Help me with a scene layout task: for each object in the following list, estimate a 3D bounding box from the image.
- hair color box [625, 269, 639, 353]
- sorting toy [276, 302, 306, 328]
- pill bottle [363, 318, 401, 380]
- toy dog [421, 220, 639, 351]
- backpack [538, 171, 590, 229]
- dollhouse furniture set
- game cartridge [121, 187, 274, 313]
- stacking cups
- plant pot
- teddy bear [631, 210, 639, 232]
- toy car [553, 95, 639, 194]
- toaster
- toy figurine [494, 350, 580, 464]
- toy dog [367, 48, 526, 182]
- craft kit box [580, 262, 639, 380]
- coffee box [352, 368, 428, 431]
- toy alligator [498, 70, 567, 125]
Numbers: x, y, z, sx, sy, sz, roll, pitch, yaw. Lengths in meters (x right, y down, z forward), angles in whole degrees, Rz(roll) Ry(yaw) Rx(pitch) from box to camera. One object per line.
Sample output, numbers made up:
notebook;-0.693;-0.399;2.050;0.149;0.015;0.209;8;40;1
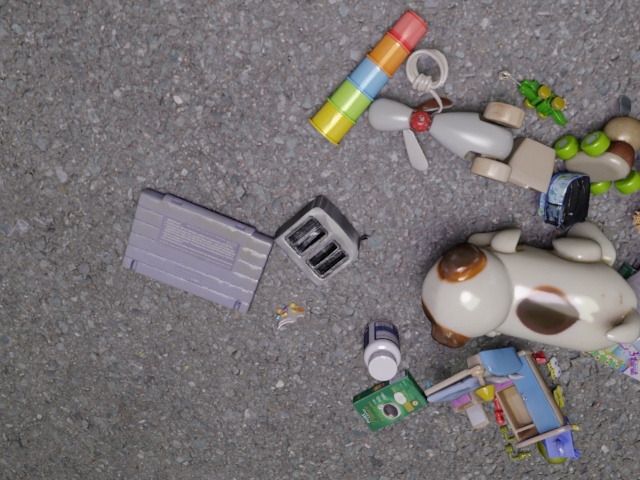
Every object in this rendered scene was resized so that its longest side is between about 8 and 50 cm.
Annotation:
hair color box;0.821;0.092;1.074;0.113;0.185;0.374;40;114;-13
sorting toy;-0.088;0.207;1.337;0.083;0.075;0.045;-27;105;13
pill bottle;0.157;0.280;1.289;0.094;0.169;0.094;2;109;5
toy dog;0.422;0.130;1.106;0.407;0.395;0.285;4;119;-5
backpack;0.547;-0.096;1.134;0.105;0.084;0.114;-16;118;-29
dollhouse furniture set;0.376;0.399;1.177;0.303;0.198;0.286;8;142;-42
game cartridge;-0.316;0.027;1.307;0.355;0.068;0.230;22;106;-2
stacking cups;0.113;-0.355;1.119;0.096;0.096;0.316;42;105;-9
plant pot;0.464;-0.175;1.140;0.109;0.109;0.096;22;101;-3
teddy bear;0.834;-0.097;1.137;0.338;0.113;0.245;28;115;-13
toy car;0.645;-0.221;1.111;0.155;0.149;0.188;39;81;-18
toaster;0.000;0.000;1.239;0.185;0.110;0.168;-38;102;16
toy figurine;0.570;0.498;1.301;0.191;0.217;0.363;-12;107;10
toy dog;0.287;-0.243;1.115;0.333;0.161;0.220;40;101;13
craft kit box;0.802;0.217;1.268;0.246;0.061;0.250;24;110;-6
coffee box;0.194;0.449;1.412;0.184;0.040;0.113;-34;102;15
toy alligator;0.477;-0.327;1.113;0.189;0.056;0.051;37;67;-6
